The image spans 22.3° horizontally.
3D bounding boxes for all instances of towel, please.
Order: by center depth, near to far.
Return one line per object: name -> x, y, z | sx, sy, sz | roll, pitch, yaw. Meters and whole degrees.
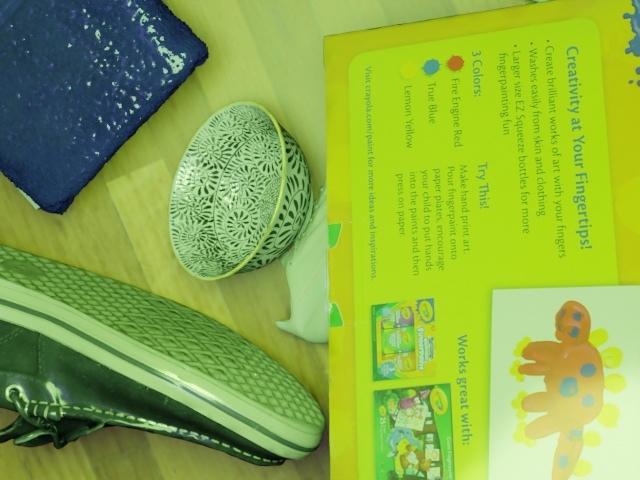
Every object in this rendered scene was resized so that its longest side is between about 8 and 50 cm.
towel -> -0.275, -0.204, 1.504 | 0.227, 0.076, 0.308 | -44, 88, 13

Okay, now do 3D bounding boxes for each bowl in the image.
bowl -> -0.060, -0.037, 1.513 | 0.080, 0.170, 0.170 | 18, 97, -39

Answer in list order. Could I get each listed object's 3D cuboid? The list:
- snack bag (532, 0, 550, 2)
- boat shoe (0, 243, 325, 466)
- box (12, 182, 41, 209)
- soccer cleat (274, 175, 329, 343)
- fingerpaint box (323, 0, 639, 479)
snack bag -> 0.355, -0.322, 1.496 | 0.343, 0.037, 0.323 | 24, 95, 2
boat shoe -> -0.237, 0.118, 1.509 | 0.500, 0.187, 0.156 | 18, 101, 8
box -> -0.249, -0.145, 1.555 | 0.186, 0.038, 0.145 | -42, 90, 7
soccer cleat -> 0.000, 0.000, 1.535 | 0.076, 0.068, 0.196 | 9, 96, 13
fingerpaint box -> 0.201, 0.032, 1.366 | 0.371, 0.163, 0.444 | -7, 71, 17
